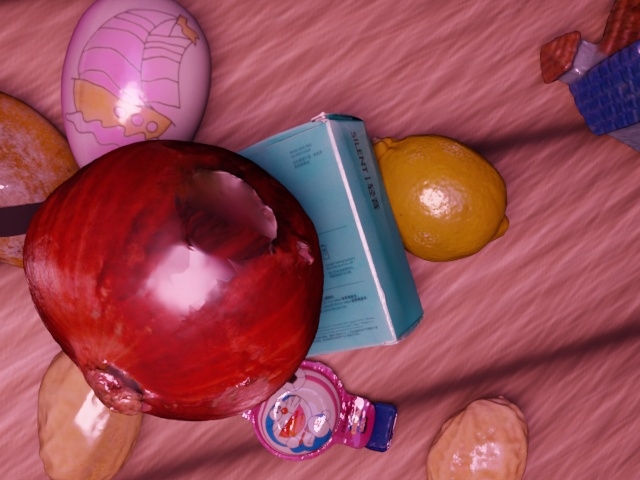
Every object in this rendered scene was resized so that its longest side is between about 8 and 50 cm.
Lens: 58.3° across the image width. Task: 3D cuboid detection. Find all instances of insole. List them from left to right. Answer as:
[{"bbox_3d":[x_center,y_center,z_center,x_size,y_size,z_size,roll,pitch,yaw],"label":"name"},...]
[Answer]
[{"bbox_3d":[-0.351,-0.029,0.752,0.153,0.002,0.053,-11,109,-38],"label":"insole"}]

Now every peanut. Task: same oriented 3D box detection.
[{"bbox_3d":[-0.301,0.179,0.794,0.148,0.147,0.318,17,81,-10],"label":"peanut"},{"bbox_3d":[0.228,0.394,0.891,0.149,0.149,0.313,14,90,-10],"label":"peanut"}]

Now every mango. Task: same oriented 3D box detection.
[{"bbox_3d":[-0.414,-0.072,0.781,0.193,0.146,0.316,-48,117,-11],"label":"mango"}]

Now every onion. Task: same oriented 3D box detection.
[{"bbox_3d":[-0.146,0.038,0.660,0.341,0.341,0.341,0,89,-11],"label":"onion"}]

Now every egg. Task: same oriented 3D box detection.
[{"bbox_3d":[-0.253,-0.202,0.781,0.196,0.196,0.271,19,79,-10],"label":"egg"}]

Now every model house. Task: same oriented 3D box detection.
[{"bbox_3d":[0.545,-0.305,0.920,0.329,0.252,0.294,24,85,-3],"label":"model house"}]

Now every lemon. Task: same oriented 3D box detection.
[{"bbox_3d":[0.169,-0.066,0.864,0.248,0.184,0.184,32,83,-3],"label":"lemon"}]

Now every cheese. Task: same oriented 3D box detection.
[{"bbox_3d":[0.001,0.269,0.885,0.244,0.062,0.155,16,84,-10],"label":"cheese"}]

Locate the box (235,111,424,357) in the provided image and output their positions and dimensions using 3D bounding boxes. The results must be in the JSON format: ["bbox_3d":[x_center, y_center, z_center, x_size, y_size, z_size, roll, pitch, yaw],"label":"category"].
[{"bbox_3d":[0.000,0.000,0.816,0.205,0.118,0.311,-17,92,30],"label":"box"}]
